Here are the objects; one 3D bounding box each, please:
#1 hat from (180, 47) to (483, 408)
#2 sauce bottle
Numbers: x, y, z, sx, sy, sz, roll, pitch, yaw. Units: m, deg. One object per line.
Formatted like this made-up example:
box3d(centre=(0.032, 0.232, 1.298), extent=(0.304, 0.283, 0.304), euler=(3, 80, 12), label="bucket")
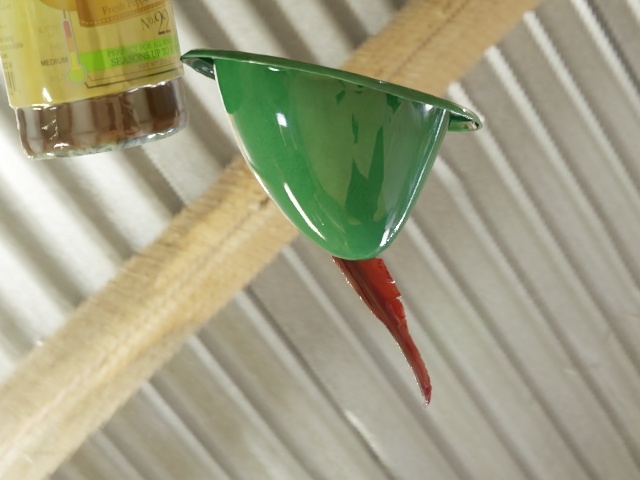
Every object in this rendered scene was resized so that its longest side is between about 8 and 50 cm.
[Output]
box3d(centre=(0.000, 0.000, 0.865), extent=(0.208, 0.173, 0.184), euler=(13, -90, -7), label="hat")
box3d(centre=(-0.159, -0.223, 0.868), extent=(0.111, 0.111, 0.344), euler=(-17, -76, -28), label="sauce bottle")
